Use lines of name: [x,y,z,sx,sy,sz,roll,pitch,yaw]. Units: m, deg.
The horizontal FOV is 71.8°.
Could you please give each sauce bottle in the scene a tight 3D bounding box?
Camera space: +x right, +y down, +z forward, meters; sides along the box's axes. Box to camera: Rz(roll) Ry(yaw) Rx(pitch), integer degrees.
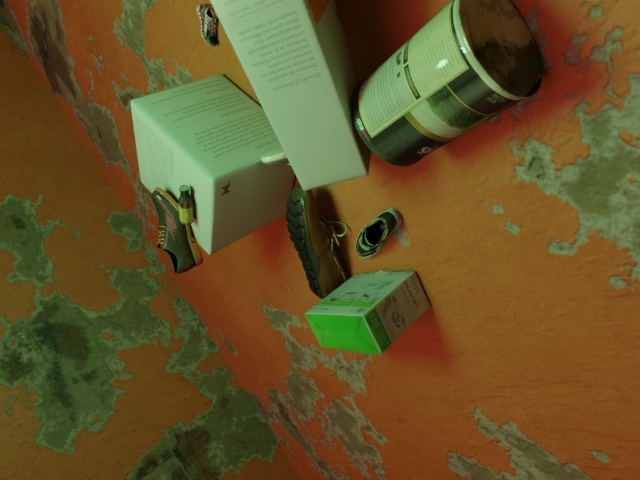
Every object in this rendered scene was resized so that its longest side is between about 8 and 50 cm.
sauce bottle: [-0.373,-0.099,1.223,0.042,0.042,0.128,39,140,24]

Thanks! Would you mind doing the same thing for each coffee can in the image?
coffee can: [0.215,-0.281,0.804,0.275,0.201,0.201,-26,95,55]

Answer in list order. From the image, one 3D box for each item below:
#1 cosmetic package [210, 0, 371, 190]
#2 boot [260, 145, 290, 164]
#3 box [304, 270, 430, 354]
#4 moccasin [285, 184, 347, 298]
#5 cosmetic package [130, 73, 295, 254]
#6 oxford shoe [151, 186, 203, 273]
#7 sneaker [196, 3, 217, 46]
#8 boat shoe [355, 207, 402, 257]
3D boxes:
cosmetic package: [-0.033,-0.356,0.897,0.162,0.230,0.453,-11,130,20]
boot: [-0.063,-0.219,1.208,0.069,0.190,0.086,-128,21,-59]
box: [0.128,0.194,1.250,0.262,0.231,0.126,-12,107,53]
moccasin: [0.002,0.001,1.353,0.139,0.147,0.380,24,139,58]
cosmetic package: [-0.326,-0.243,1.377,0.394,0.329,0.327,43,143,20]
oxford shoe: [-0.447,-0.025,1.324,0.097,0.098,0.271,6,122,50]
sneaker: [-0.330,-0.647,1.326,0.057,0.047,0.119,7,124,34]
boat shoe: [0.140,-0.011,1.218,0.078,0.070,0.219,49,144,12]
